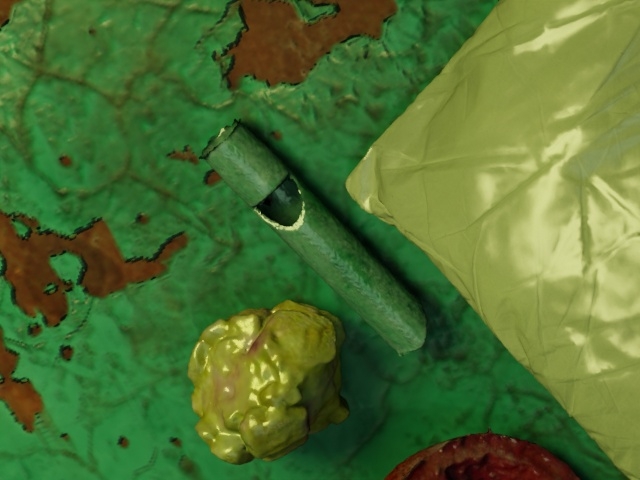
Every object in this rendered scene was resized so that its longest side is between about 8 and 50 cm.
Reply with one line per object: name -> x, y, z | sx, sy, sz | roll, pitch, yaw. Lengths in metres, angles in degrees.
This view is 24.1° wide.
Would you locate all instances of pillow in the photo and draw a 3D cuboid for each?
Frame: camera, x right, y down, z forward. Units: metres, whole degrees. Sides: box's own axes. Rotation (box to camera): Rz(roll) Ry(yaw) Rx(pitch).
pillow -> 0.181, -0.044, 0.860 | 0.281, 0.076, 0.274 | 47, 108, 24

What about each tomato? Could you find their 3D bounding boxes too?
tomato -> 0.091, 0.219, 1.008 | 0.189, 0.099, 0.173 | -31, 95, -30

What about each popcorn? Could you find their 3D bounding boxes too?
popcorn -> -0.033, 0.088, 0.970 | 0.097, 0.089, 0.109 | 35, 99, 26

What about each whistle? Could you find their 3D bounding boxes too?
whistle -> 0.000, 0.000, 0.959 | 0.039, 0.039, 0.186 | -41, 104, 14
